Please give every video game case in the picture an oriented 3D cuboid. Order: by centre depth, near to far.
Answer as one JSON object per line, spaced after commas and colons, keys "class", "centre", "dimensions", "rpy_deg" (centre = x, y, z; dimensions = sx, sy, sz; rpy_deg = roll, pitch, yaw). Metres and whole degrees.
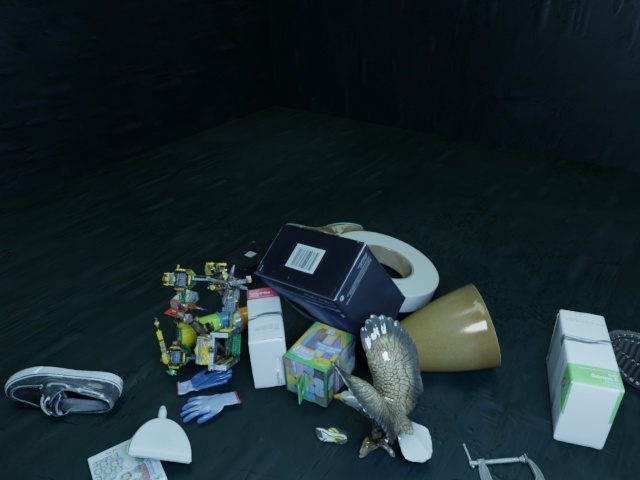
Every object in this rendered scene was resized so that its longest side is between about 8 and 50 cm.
{"class": "video game case", "centre": [-0.446, 0.529, 1.179], "dimensions": [0.143, 0.019, 0.157], "rpy_deg": [-19, 34, -27]}

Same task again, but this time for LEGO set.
{"class": "LEGO set", "centre": [-0.328, 0.215, 1.383], "dimensions": [0.254, 0.332, 0.192], "rpy_deg": [10, -4, 4]}

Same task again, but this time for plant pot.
{"class": "plant pot", "centre": [0.331, 0.266, 1.420], "dimensions": [0.254, 0.237, 0.237], "rpy_deg": [-16, 30, 3]}

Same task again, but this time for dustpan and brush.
{"class": "dustpan and brush", "centre": [-0.387, 0.465, 1.245], "dimensions": [0.147, 0.060, 0.211], "rpy_deg": [16, 24, -19]}

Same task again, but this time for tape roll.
{"class": "tape roll", "centre": [0.211, 0.098, 1.745], "dimensions": [0.391, 0.072, 0.392], "rpy_deg": [13, 29, -8]}

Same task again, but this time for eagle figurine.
{"class": "eagle figurine", "centre": [0.133, 0.357, 1.167], "dimensions": [0.225, 0.299, 0.226], "rpy_deg": [-7, 30, -11]}

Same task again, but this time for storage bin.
{"class": "storage bin", "centre": [-0.257, 0.085, 1.878], "dimensions": [0.122, 0.085, 0.180], "rpy_deg": [18, 36, 31]}

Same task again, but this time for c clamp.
{"class": "c clamp", "centre": [0.416, 0.514, 1.157], "dimensions": [0.160, 0.022, 0.137], "rpy_deg": [-1, 30, 3]}

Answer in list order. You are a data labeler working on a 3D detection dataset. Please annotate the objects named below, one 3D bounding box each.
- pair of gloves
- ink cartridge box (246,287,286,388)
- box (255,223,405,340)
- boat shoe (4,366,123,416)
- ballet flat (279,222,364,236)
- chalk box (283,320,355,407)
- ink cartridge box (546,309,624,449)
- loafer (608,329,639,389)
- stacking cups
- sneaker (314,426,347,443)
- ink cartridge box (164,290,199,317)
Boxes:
{"class": "pair of gloves", "centre": [-0.304, 0.409, 1.377], "dimensions": [0.159, 0.023, 0.198], "rpy_deg": [-14, 28, -17]}
{"class": "ink cartridge box", "centre": [-0.152, 0.272, 1.457], "dimensions": [0.100, 0.172, 0.237], "rpy_deg": [-7, 30, -6]}
{"class": "box", "centre": [0.033, 0.127, 1.426], "dimensions": [0.296, 0.294, 0.183], "rpy_deg": [14, 66, 40]}
{"class": "boat shoe", "centre": [-0.678, 0.405, 1.332], "dimensions": [0.300, 0.108, 0.102], "rpy_deg": [4, 28, -4]}
{"class": "ballet flat", "centre": [0.000, 0.000, 2.005], "dimensions": [0.342, 0.116, 0.124], "rpy_deg": [3, 50, 9]}
{"class": "chalk box", "centre": [-0.012, 0.342, 1.370], "dimensions": [0.132, 0.133, 0.213], "rpy_deg": [16, 33, 28]}
{"class": "ink cartridge box", "centre": [0.647, 0.336, 1.278], "dimensions": [0.114, 0.199, 0.273], "rpy_deg": [8, 32, 15]}
{"class": "loafer", "centre": [0.928, 0.353, 1.336], "dimensions": [0.365, 0.134, 0.130], "rpy_deg": [31, 19, 29]}
{"class": "stacking cups", "centre": [-0.280, 0.254, 1.578], "dimensions": [0.316, 0.096, 0.096], "rpy_deg": [-13, 32, -21]}
{"class": "sneaker", "centre": [0.027, 0.472, 1.249], "dimensions": [0.083, 0.031, 0.035], "rpy_deg": [12, 19, 15]}
{"class": "ink cartridge box", "centre": [-0.468, 0.210, 1.724], "dimensions": [0.062, 0.029, 0.115], "rpy_deg": [12, 32, 22]}
